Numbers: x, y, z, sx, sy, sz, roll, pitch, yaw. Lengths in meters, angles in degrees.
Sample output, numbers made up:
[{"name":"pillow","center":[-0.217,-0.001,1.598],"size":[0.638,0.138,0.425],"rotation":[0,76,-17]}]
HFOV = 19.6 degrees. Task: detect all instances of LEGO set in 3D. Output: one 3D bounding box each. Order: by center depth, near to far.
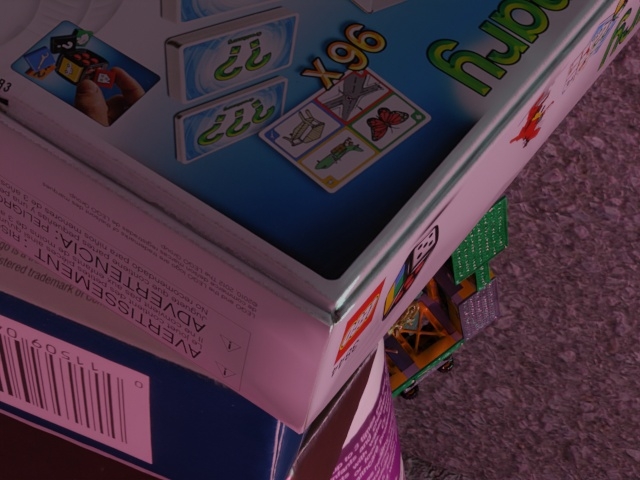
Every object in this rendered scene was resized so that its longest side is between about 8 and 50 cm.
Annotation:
[{"name":"LEGO set","center":[0.000,0.000,1.338],"size":[0.255,0.192,0.331],"rotation":[-39,160,0]}]

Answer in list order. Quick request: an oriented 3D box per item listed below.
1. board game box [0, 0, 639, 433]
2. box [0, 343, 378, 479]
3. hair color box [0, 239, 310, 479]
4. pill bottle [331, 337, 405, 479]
[{"name":"board game box","center":[0.000,-0.104,0.539],"size":[0.305,0.193,0.053],"rotation":[-47,163,-38]},{"name":"box","center":[-0.097,0.124,0.805],"size":[0.167,0.168,0.203],"rotation":[-45,156,-70]},{"name":"hair color box","center":[-0.026,-0.095,0.666],"size":[0.105,0.174,0.347],"rotation":[100,14,-61]},{"name":"pill bottle","center":[-0.043,0.090,1.028],"size":[0.301,0.169,0.169],"rotation":[79,31,-57]}]
